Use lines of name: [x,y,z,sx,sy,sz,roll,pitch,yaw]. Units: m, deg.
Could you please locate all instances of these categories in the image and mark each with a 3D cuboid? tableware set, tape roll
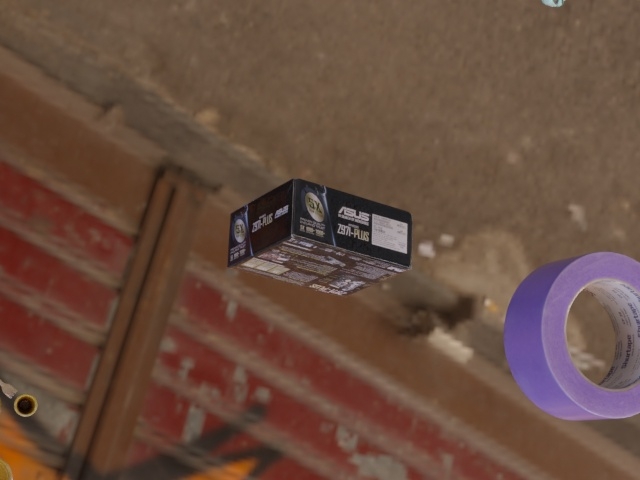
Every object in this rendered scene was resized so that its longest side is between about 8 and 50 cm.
tableware set: [-0.337,0.205,1.461,0.104,0.154,0.024,41,166,-8]
tape roll: [0.309,0.110,1.714,0.189,0.189,0.080,27,161,-19]

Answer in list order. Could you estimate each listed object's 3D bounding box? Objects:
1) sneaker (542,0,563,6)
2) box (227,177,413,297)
sneaker: [0.190,-0.240,1.340,0.069,0.098,0.038,13,125,18]
box: [0.000,0.000,1.855,0.180,0.077,0.147,15,155,-31]
